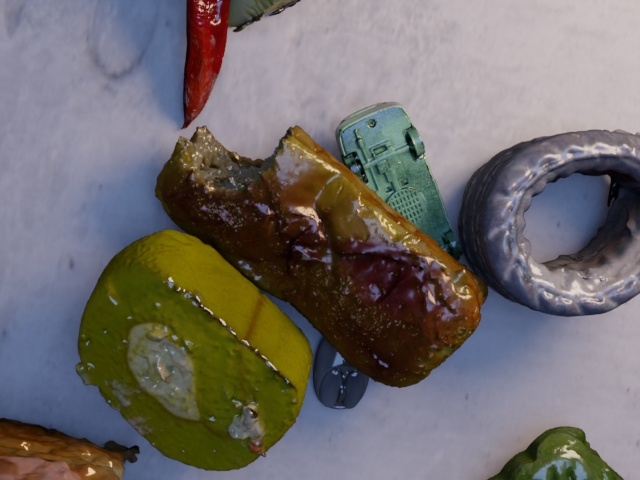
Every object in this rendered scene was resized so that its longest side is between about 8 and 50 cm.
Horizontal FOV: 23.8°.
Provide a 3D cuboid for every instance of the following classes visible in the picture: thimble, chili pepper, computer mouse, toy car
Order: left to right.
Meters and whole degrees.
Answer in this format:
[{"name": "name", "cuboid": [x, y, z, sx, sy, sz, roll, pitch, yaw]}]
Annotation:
[{"name": "chili pepper", "cuboid": [-0.126, -0.247, 1.673, 0.050, 0.059, 0.268, 8, 111, 4]}, {"name": "computer mouse", "cuboid": [0.026, 0.149, 1.749, 0.066, 0.039, 0.096, 6, 92, -9]}, {"name": "toy car", "cuboid": [0.087, -0.050, 1.731, 0.090, 0.076, 0.224, -24, 114, -4]}, {"name": "thimble", "cuboid": [0.277, -0.029, 1.716, 0.236, 0.172, 0.205, -38, 100, -3]}]

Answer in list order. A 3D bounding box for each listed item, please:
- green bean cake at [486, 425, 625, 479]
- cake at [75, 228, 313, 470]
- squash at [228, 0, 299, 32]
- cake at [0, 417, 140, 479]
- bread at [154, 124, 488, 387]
[{"name": "green bean cake", "cuboid": [0.269, 0.352, 1.753, 0.222, 0.125, 0.248, 43, 86, -8]}, {"name": "cake", "cuboid": [-0.142, 0.123, 1.642, 0.260, 0.156, 0.179, 43, 111, -13]}, {"name": "squash", "cuboid": [-0.034, -0.306, 1.612, 0.169, 0.252, 0.093, -27, 95, -6]}, {"name": "cake", "cuboid": [-0.367, 0.348, 1.577, 0.314, 0.293, 0.307, 11, 89, -3]}, {"name": "bread", "cuboid": [0.000, 0.000, 1.663, 0.380, 0.109, 0.185, 38, 128, -3]}]
